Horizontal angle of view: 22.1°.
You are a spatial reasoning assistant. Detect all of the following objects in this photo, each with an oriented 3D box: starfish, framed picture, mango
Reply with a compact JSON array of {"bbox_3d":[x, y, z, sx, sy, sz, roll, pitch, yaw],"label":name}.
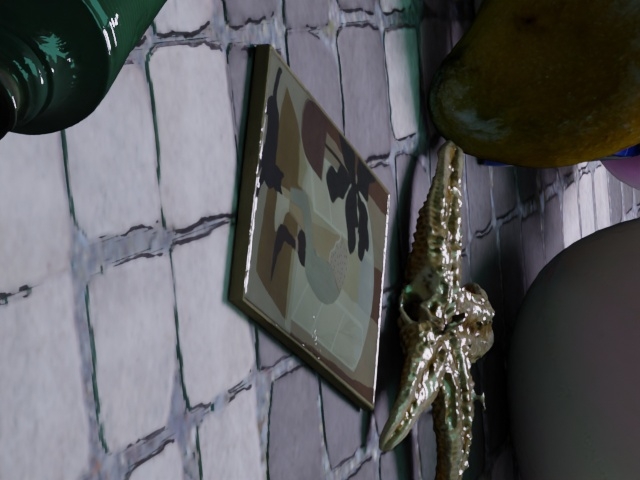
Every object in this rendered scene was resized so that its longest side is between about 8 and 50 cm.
[{"bbox_3d":[0.084,0.060,1.047,0.138,0.050,0.247,66,32,-48],"label":"starfish"},{"bbox_3d":[0.000,0.000,0.878,0.201,0.010,0.136,46,45,-60],"label":"framed picture"},{"bbox_3d":[0.207,-0.167,1.111,0.193,0.316,0.146,47,-6,-18],"label":"mango"}]

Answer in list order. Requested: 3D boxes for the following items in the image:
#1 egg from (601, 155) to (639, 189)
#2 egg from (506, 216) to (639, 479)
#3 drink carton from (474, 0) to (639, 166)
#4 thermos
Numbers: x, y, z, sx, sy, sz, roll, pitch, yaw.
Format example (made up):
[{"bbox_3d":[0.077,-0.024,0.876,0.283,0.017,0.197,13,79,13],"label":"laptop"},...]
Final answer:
[{"bbox_3d":[0.325,-0.178,1.520,0.196,0.196,0.271,24,57,-68],"label":"egg"},{"bbox_3d":[0.302,0.129,1.238,0.340,0.354,0.354,41,35,-10],"label":"egg"},{"bbox_3d":[0.180,-0.216,1.258,0.130,0.106,0.315,-5,92,-71],"label":"drink carton"},{"bbox_3d":[-0.085,-0.100,0.567,0.188,0.073,0.083,-67,149,-50],"label":"thermos"}]
